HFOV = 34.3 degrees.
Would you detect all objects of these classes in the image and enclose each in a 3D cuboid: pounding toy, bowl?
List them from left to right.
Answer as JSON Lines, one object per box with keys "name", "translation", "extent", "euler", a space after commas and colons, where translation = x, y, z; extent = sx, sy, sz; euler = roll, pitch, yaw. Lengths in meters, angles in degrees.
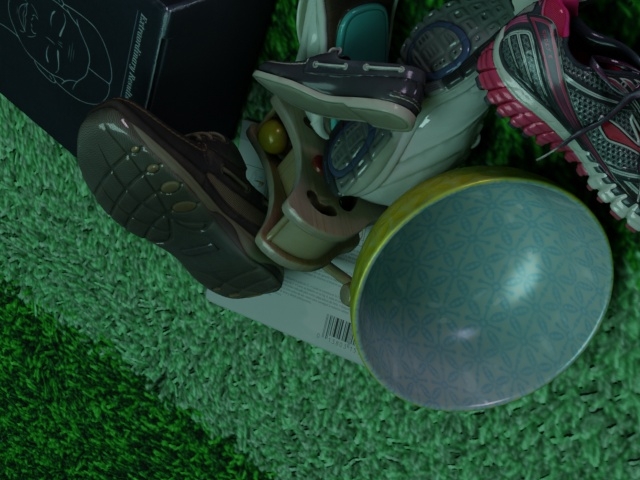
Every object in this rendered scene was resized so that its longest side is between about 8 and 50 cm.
{"name": "pounding toy", "translation": [-0.027, -0.028, 1.237], "extent": [0.155, 0.154, 0.269], "euler": [-46, 57, 40]}
{"name": "bowl", "translation": [0.161, 0.029, 1.151], "extent": [0.156, 0.289, 0.289], "euler": [-110, 14, -59]}

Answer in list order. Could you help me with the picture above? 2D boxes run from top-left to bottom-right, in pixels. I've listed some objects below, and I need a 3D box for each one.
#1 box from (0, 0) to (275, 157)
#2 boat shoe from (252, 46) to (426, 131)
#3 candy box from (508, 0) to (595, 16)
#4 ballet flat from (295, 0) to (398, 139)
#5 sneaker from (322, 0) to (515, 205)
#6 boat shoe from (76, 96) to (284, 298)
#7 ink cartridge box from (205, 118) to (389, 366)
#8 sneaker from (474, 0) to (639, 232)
{"name": "box", "translation": [-0.284, -0.304, 1.314], "extent": [0.395, 0.212, 0.293], "euler": [40, 135, 16]}
{"name": "boat shoe", "translation": [0.021, -0.167, 1.093], "extent": [0.206, 0.065, 0.075], "euler": [19, 171, 33]}
{"name": "candy box", "translation": [0.258, -0.308, 0.937], "extent": [0.233, 0.071, 0.159], "euler": [-15, 105, 45]}
{"name": "ballet flat", "translation": [0.029, -0.293, 1.121], "extent": [0.139, 0.139, 0.400], "euler": [32, 134, 23]}
{"name": "sneaker", "translation": [0.131, -0.148, 1.131], "extent": [0.297, 0.129, 0.111], "euler": [-44, 43, 31]}
{"name": "boat shoe", "translation": [-0.158, -0.062, 1.238], "extent": [0.132, 0.130, 0.355], "euler": [-9, 144, 26]}
{"name": "ink cartridge box", "translation": [0.000, 0.000, 1.365], "extent": [0.296, 0.066, 0.261], "euler": [20, 102, 31]}
{"name": "sneaker", "translation": [0.287, -0.104, 0.969], "extent": [0.299, 0.121, 0.112], "euler": [36, 133, -7]}
